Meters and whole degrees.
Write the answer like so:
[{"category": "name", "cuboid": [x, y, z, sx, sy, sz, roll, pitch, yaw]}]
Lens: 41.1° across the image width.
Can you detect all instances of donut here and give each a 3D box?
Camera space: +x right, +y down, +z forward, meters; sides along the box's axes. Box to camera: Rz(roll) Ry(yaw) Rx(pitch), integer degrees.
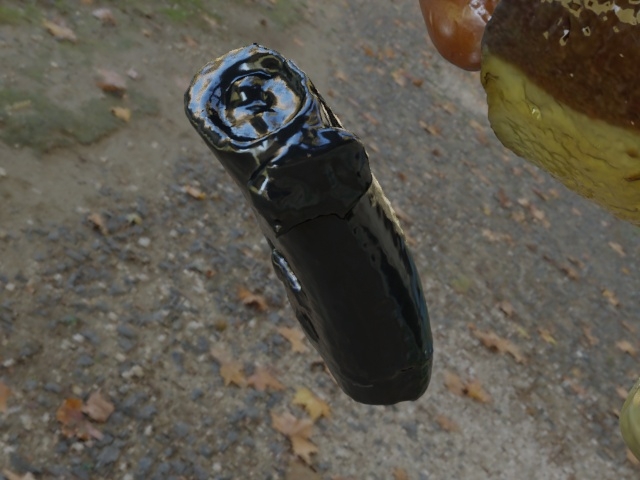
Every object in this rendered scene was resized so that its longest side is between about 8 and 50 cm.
[{"category": "donut", "cuboid": [0.166, -0.098, 0.381, 0.151, 0.295, 0.112, -21, 48, -20]}]

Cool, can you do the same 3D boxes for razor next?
[{"category": "razor", "cuboid": [0.003, -0.003, 0.727, 0.189, 0.107, 0.326, 49, -12, 46]}]

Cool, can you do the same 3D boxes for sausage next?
[{"category": "sausage", "cuboid": [0.165, -0.277, 0.895, 0.133, 0.133, 0.258, 26, 44, -26]}]

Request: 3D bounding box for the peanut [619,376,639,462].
[{"category": "peanut", "cuboid": [0.378, 0.177, 0.718, 0.147, 0.147, 0.305, 30, -3, -18]}]
